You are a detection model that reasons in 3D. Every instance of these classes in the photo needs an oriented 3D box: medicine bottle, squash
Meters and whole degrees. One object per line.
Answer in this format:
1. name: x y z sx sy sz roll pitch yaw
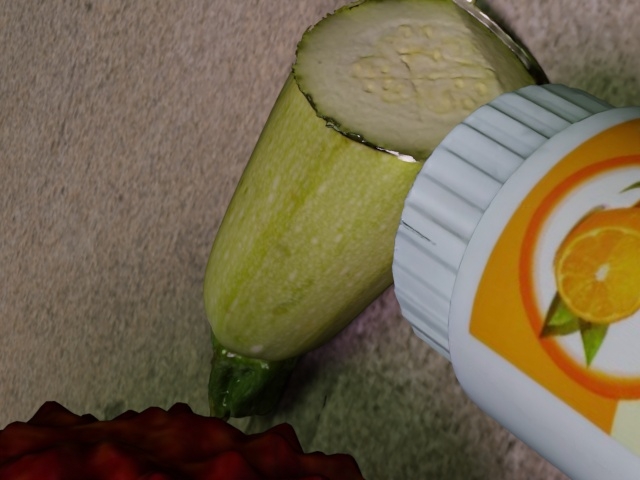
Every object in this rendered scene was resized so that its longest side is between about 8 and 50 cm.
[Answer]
1. medicine bottle: 0.173 0.054 0.619 0.318 0.158 0.158 36 108 46
2. squash: -0.011 -0.012 0.871 0.287 0.137 0.137 -47 50 34

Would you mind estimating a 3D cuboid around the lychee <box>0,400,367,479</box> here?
1. lychee: -0.088 0.266 0.658 0.500 0.424 0.425 127 142 -68
